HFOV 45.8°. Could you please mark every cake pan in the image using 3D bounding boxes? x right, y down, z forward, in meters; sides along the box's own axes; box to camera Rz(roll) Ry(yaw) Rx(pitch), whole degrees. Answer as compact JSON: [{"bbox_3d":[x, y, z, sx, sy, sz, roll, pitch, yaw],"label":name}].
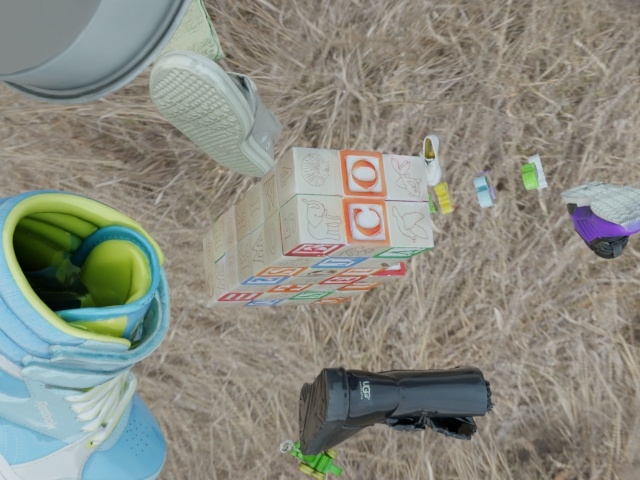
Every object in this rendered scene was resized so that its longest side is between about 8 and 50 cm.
[{"bbox_3d":[-0.198,-0.236,0.492,0.293,0.054,0.293,8,106,28],"label":"cake pan"}]

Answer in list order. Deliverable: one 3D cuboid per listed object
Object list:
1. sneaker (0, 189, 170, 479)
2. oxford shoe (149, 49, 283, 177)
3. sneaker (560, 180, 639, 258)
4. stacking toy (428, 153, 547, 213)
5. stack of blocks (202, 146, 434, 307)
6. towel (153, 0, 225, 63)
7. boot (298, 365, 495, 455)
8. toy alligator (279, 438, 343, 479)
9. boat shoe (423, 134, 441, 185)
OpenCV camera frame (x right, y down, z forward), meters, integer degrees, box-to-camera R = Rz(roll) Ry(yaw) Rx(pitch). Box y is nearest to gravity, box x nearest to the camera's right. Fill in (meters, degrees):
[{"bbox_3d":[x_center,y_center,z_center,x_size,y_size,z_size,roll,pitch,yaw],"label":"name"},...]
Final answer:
[{"bbox_3d":[-0.162,0.093,0.539,0.208,0.127,0.319,-14,134,24],"label":"sneaker"},{"bbox_3d":[-0.163,-0.230,1.287,0.169,0.449,0.130,17,82,13],"label":"oxford shoe"},{"bbox_3d":[0.584,-0.028,1.517,0.102,0.293,0.146,-19,102,3],"label":"sneaker"},{"bbox_3d":[0.240,-0.072,1.109,0.167,0.221,0.052,-16,94,19],"label":"stacking toy"},{"bbox_3d":[0.000,0.000,0.784,0.171,0.297,0.087,0,75,-23],"label":"stack of blocks"},{"bbox_3d":[-0.229,-0.324,1.248,0.148,0.027,0.110,-18,100,35],"label":"towel"},{"bbox_3d":[0.086,0.218,0.961,0.207,0.246,0.094,4,65,-11],"label":"boot"},{"bbox_3d":[-0.026,0.378,1.346,0.189,0.051,0.056,40,76,-43],"label":"toy alligator"},{"bbox_3d":[0.212,-0.154,1.464,0.035,0.035,0.100,6,104,27],"label":"boat shoe"}]
